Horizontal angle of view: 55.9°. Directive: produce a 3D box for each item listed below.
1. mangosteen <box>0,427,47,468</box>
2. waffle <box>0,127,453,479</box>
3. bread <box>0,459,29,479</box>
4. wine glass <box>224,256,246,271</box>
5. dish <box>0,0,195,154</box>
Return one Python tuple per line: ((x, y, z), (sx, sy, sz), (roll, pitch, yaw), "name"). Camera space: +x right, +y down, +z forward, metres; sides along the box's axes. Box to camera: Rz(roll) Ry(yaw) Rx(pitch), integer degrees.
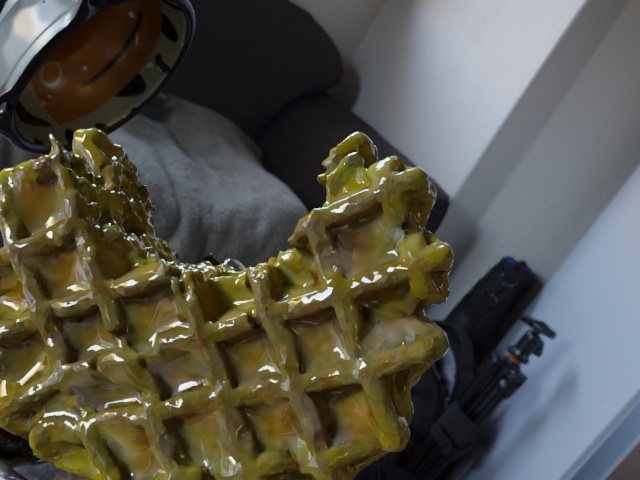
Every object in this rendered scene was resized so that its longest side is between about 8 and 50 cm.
((-0.397, 0.203, 0.813), (0.209, 0.210, 0.210), (28, 18, -10), "mangosteen")
((-0.074, 0.046, 0.424), (0.324, 0.261, 0.151), (2, -2, 12), "waffle")
((-0.322, 0.375, 0.641), (0.338, 0.155, 0.187), (29, 43, 8), "bread")
((0.000, 0.000, 0.778), (0.074, 0.262, 0.074), (53, 21, -30), "wine glass")
((-0.297, -0.239, 0.740), (0.120, 0.303, 0.303), (48, 19, 4), "dish")
